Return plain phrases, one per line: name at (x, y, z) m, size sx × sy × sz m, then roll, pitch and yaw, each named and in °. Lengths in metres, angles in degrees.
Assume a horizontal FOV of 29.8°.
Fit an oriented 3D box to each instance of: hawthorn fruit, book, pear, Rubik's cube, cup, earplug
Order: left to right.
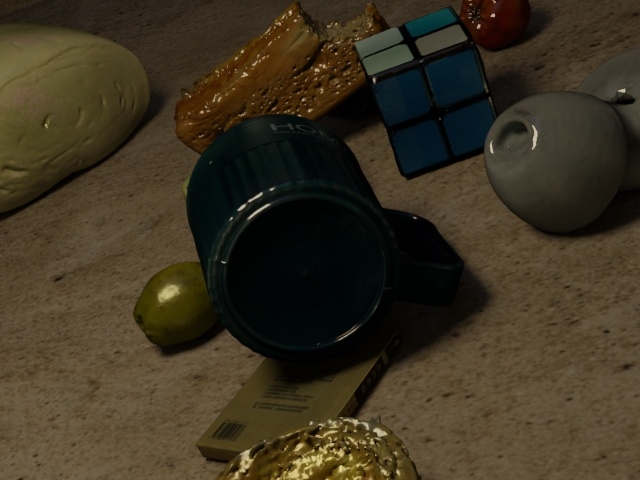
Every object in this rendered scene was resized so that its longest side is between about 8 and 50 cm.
pear at (-0.188, 0.084, 1.619) m, size 0.131 × 0.107 × 0.107 m, roll -37°, pitch 31°, yaw -22°
book at (-0.023, 0.179, 1.411) m, size 0.161 × 0.026 × 0.231 m, roll 1°, pitch 35°, yaw 36°
cup at (-0.014, 0.012, 1.488) m, size 0.242 × 0.308 × 0.292 m, roll -48°, pitch 18°, yaw 8°
Rubik's cube at (0.163, -0.226, 1.823) m, size 0.167 × 0.183 × 0.180 m, roll -19°, pitch 26°, yaw 4°
hawthorn fruit at (0.306, -0.390, 2.089) m, size 0.125 × 0.140 × 0.125 m, roll -14°, pitch 65°, yaw 32°
earplug at (0.353, -0.142, 1.543) m, size 0.326 × 0.175 × 0.214 m, roll -33°, pitch 32°, yaw -21°

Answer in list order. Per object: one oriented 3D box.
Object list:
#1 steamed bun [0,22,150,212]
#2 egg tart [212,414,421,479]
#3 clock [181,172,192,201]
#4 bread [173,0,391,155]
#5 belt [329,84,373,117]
steamed bun at (-0.593, -0.260, 2.309) m, size 0.371 × 0.290 × 0.456 m, roll 11°, pitch 43°, yaw 45°
egg tart at (-0.009, 0.279, 1.161) m, size 0.252 × 0.098 × 0.232 m, roll -39°, pitch 38°, yaw -22°
clock at (-0.067, -0.062, 1.791) m, size 0.235 × 0.096 × 0.308 m, roll -26°, pitch 28°, yaw -8°
bread at (-0.061, -0.262, 1.943) m, size 0.380 × 0.185 × 0.109 m, roll -36°, pitch 24°, yaw 16°
belt at (0.024, -0.289, 2.070) m, size 0.190 × 0.141 × 0.082 m, roll 19°, pitch 45°, yaw 36°
